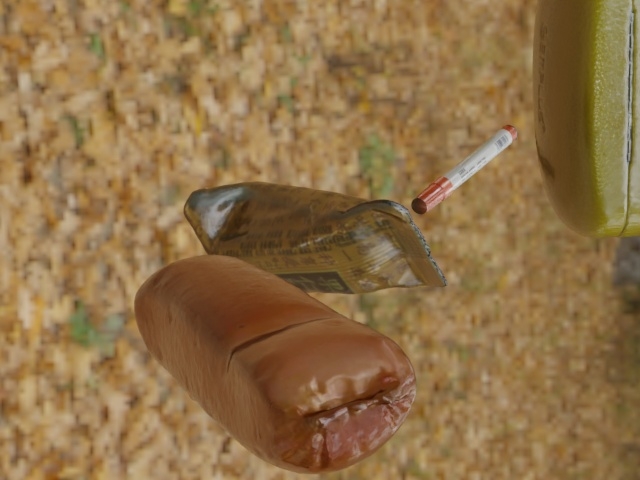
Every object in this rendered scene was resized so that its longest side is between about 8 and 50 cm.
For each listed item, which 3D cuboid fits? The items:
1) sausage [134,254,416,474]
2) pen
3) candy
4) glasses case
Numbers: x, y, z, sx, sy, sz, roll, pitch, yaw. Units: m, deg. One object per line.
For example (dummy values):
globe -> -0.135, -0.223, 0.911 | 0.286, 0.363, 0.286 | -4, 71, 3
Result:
sausage -> -0.036, 0.076, 0.997 | 0.348, 0.097, 0.094 | -152, -131, -66
pen -> 0.192, -0.095, 2.055 | 0.239, 0.028, 0.028 | -38, 127, -43
candy -> 0.000, 0.000, 1.568 | 0.143, 0.271, 0.101 | 46, 56, -42
glasses case -> 0.325, -0.190, 1.820 | 0.173, 0.141, 0.371 | -115, -157, -74
